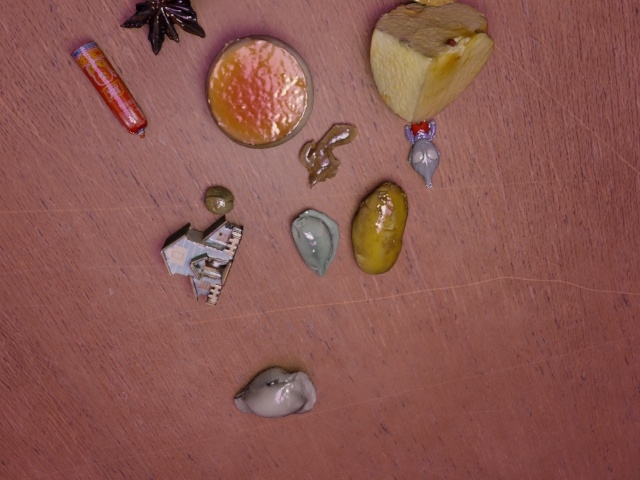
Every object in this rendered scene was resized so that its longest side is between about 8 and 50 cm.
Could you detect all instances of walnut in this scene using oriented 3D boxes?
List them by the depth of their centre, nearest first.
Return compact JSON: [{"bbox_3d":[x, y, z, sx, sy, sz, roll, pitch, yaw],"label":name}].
[{"bbox_3d":[-0.302,-0.118,1.468,0.092,0.092,0.092,-2,108,-8],"label":"walnut"}]

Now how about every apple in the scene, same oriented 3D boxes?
[{"bbox_3d":[0.312,-0.509,1.349,0.309,0.252,0.314,-36,109,-30],"label":"apple"}]

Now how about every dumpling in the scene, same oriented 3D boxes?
[{"bbox_3d":[-0.003,0.005,1.536,0.149,0.105,0.216,-19,109,-2],"label":"dumpling"},{"bbox_3d":[-0.143,0.533,1.678,0.227,0.243,0.175,50,55,-36],"label":"dumpling"}]

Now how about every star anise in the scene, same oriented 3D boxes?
[{"bbox_3d":[-0.400,-0.616,1.259,0.212,0.129,0.282,22,137,-4],"label":"star anise"}]

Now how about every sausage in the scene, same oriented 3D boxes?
[{"bbox_3d":[-0.563,-0.402,1.344,0.074,0.074,0.274,-30,110,2],"label":"sausage"}]

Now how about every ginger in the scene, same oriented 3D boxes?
[{"bbox_3d":[0.029,-0.260,1.484,0.214,0.059,0.133,-32,101,1],"label":"ginger"}]

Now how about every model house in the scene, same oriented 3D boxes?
[{"bbox_3d":[-0.367,0.044,1.465,0.206,0.178,0.271,21,107,-12],"label":"model house"}]

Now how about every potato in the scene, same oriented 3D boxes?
[{"bbox_3d":[0.184,-0.039,1.532,0.173,0.140,0.300,2,113,-16],"label":"potato"}]

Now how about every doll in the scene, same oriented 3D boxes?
[{"bbox_3d":[0.319,-0.272,1.514,0.102,0.075,0.227,-7,98,11],"label":"doll"}]

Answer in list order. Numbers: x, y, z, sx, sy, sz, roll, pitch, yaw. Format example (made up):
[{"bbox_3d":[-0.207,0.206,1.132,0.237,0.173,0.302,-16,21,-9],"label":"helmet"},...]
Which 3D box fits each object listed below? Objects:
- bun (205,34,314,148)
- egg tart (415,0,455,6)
[{"bbox_3d":[-0.164,-0.408,1.350,0.299,0.165,0.298,0,109,1],"label":"bun"},{"bbox_3d":[0.293,-0.750,1.332,0.241,0.106,0.241,-2,97,-12],"label":"egg tart"}]
